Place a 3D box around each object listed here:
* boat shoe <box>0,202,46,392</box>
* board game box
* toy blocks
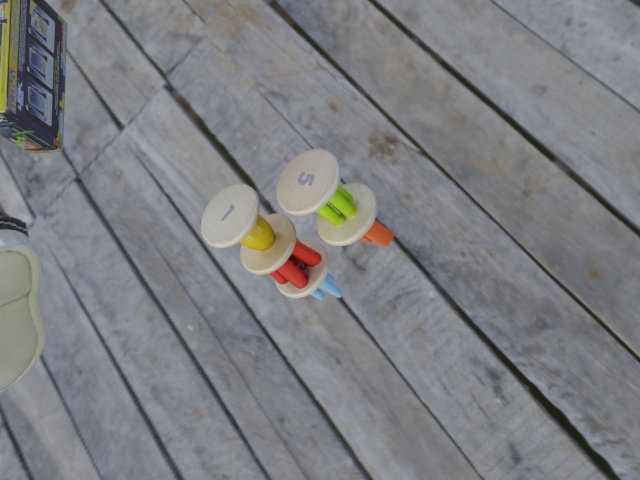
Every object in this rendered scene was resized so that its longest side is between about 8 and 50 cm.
[{"bbox_3d":[-0.363,0.067,0.864,0.096,0.117,0.324,55,145,21],"label":"boat shoe"},{"bbox_3d":[-0.346,-0.202,0.945,0.048,0.141,0.170,-4,78,8],"label":"board game box"},{"bbox_3d":[0.000,0.000,0.638,0.123,0.148,0.054,-21,54,25],"label":"toy blocks"}]
